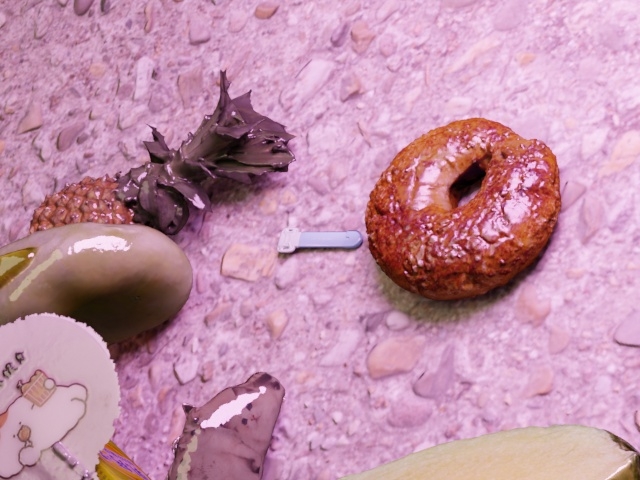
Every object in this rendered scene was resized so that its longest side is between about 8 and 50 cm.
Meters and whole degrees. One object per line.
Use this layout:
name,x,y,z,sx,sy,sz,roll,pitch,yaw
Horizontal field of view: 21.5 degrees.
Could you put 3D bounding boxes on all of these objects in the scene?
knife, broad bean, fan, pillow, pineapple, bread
knife,0.000,0.000,1.607,0.096,0.010,0.027,-1,64,34
broad bean,-0.237,0.045,1.625,0.169,0.228,0.100,-62,41,45
fan,-0.219,0.195,1.489,0.329,0.009,0.191,41,90,27
pillow,-0.102,0.224,1.505,0.051,0.093,0.241,149,139,-69
pineapple,-0.161,-0.055,1.682,0.277,0.119,0.130,-34,13,16
bread,0.123,-0.031,1.499,0.193,0.064,0.193,-18,53,26

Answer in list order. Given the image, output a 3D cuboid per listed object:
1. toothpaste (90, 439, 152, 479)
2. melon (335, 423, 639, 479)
toothpaste,-0.257,0.202,1.614,0.077,0.110,0.327,-52,47,-3
melon,0.102,0.288,1.236,0.343,0.226,0.331,-25,55,-8
